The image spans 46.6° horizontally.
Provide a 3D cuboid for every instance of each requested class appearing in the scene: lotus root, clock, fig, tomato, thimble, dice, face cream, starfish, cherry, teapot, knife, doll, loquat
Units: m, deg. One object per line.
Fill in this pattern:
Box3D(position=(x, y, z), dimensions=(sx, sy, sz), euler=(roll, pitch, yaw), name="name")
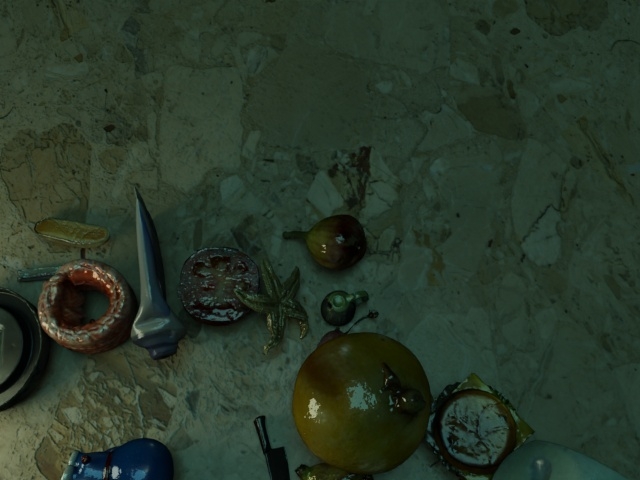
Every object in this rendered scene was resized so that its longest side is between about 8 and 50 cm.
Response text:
Box3D(position=(0.034, 0.576, 1.789), dimensions=(0.190, 0.094, 0.108), euler=(5, 47, 10), name="lotus root")
Box3D(position=(-0.847, 0.279, 1.887), dimensions=(0.325, 0.067, 0.325), euler=(-3, 73, 8), name="clock")
Box3D(position=(0.008, 0.014, 1.988), dimensions=(0.230, 0.160, 0.143), euler=(-14, 75, 17), name="fig")
Box3D(position=(-0.265, 0.125, 1.964), dimensions=(0.224, 0.085, 0.225), euler=(1, 64, -1), name="tomato")
Box3D(position=(-0.594, 0.173, 1.906), dimensions=(0.239, 0.162, 0.239), euler=(0, 72, 1), name="thimble")
Box3D(position=(0.538, 0.617, 1.631), dimensions=(0.268, 0.264, 0.263), euler=(39, 72, -23), name="dice")
Box3D(position=(-0.432, 0.097, 1.900), dimensions=(0.137, 0.235, 0.420), euler=(-11, 71, -5), name="face cream")
Box3D(position=(-0.118, 0.157, 1.925), dimensions=(0.235, 0.062, 0.277), euler=(34, 57, -20), name="starfish")
Box3D(position=(0.066, 0.249, 1.906), dimensions=(0.090, 0.107, 0.225), euler=(42, 72, 12), name="cherry")
Box3D(position=(0.058, 0.160, 1.948), dimensions=(0.092, 0.091, 0.124), euler=(40, 74, 13), name="teapot")
Box3D(position=(-0.110, 0.544, 1.836), dimensions=(0.060, 0.028, 0.230), euler=(-11, 70, -18), name="knife")
Box3D(position=(-0.477, 0.558, 1.754), dimensions=(0.256, 0.161, 0.215), euler=(0, 33, 1), name="doll")
Box3D(position=(0.114, 0.369, 1.708), dimensions=(0.328, 0.359, 0.329), euler=(9, 73, -33), name="loquat")

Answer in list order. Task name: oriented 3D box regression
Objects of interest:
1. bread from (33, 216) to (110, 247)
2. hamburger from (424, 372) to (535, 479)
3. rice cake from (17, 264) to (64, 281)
Box3D(position=(-0.678, -0.017, 2.036), dimensions=(0.214, 0.053, 0.073), euler=(9, 66, 6), name="bread")
Box3D(position=(0.367, 0.468, 1.802), dimensions=(0.261, 0.139, 0.243), euler=(-38, 72, -14), name="hamburger")
Box3D(position=(-0.717, 0.086, 2.006), dimensions=(0.207, 0.033, 0.033), euler=(-5, 66, -2), name="rice cake")
